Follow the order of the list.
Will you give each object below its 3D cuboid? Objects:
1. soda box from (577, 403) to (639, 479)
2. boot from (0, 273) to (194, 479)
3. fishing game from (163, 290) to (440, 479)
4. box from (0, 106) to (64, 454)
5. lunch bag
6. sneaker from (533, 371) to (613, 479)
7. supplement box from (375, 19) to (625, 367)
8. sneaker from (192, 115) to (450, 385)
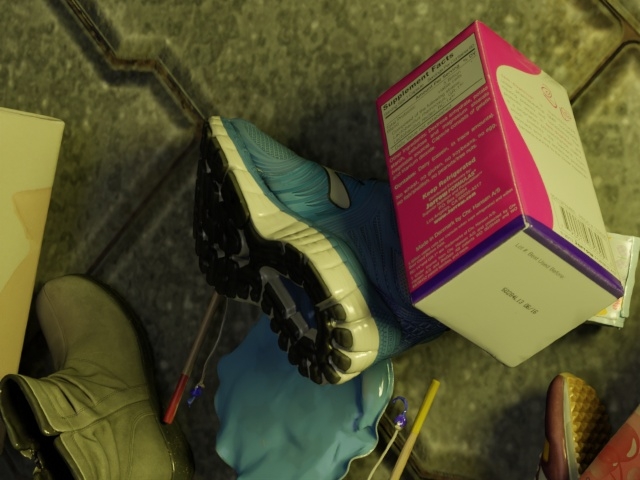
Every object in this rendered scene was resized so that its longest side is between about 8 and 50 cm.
[{"bbox_3d":[0.295,0.104,1.322,0.083,0.092,0.263,47,112,29],"label":"soda box"},{"bbox_3d":[-0.214,0.122,1.641,0.083,0.161,0.246,-43,62,23],"label":"boot"},{"bbox_3d":[-0.013,0.124,1.575,0.264,0.041,0.189,19,88,41],"label":"fishing game"},{"bbox_3d":[-0.341,0.027,1.746,0.148,0.121,0.311,14,93,57],"label":"box"},{"bbox_3d":[0.199,0.028,1.426,0.083,0.053,0.071,6,86,46],"label":"lunch bag"},{"bbox_3d":[0.172,0.192,1.415,0.084,0.069,0.185,-14,75,33],"label":"sneaker"},{"bbox_3d":[0.127,-0.036,1.401,0.114,0.111,0.220,-36,39,28],"label":"supplement box"},{"bbox_3d":[0.000,0.000,1.539,0.330,0.147,0.130,48,139,47],"label":"sneaker"}]
